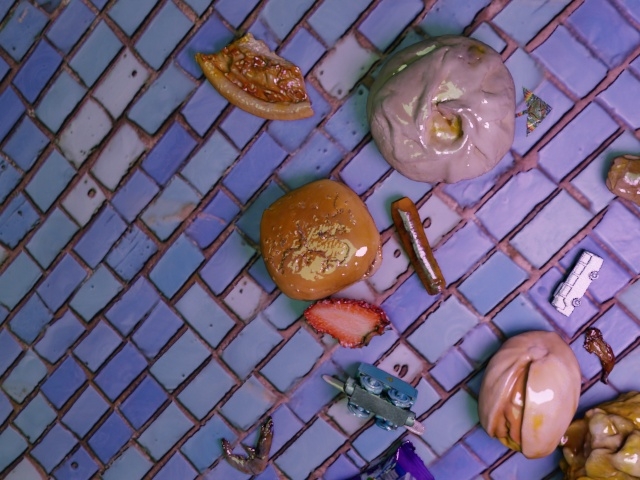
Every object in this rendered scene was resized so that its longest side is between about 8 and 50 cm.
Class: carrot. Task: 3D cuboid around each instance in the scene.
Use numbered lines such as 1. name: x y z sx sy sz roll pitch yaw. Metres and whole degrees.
1. carrot: 0.250 0.014 1.478 0.070 0.070 0.260 -24 91 14

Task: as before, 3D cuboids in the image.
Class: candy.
1. candy: 0.168 0.656 1.564 0.275 0.070 0.145 -36 96 12

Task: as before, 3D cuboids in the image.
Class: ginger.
1. ginger: 0.788 -0.130 1.324 0.263 0.116 0.109 5 138 7

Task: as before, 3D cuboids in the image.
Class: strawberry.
1. strawberry: 0.070 0.188 1.502 0.208 0.087 0.167 36 123 -17

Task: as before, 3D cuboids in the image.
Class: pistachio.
1. pistachio: 0.502 0.363 1.389 0.230 0.230 0.308 13 101 11

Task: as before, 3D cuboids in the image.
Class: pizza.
1. pizza: -0.167 -0.425 1.519 0.365 0.074 0.182 34 111 7

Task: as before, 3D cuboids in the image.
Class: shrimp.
1. shrimp: -0.210 0.574 1.658 0.148 0.035 0.195 18 101 13

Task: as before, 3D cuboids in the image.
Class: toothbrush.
1. toothbrush: 0.142 0.437 1.563 0.307 0.025 0.029 27 128 9

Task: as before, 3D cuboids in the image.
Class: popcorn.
1. popcorn: 0.685 0.533 1.321 0.294 0.292 0.333 -1 103 5

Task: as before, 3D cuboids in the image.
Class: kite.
1. kite: 0.517 -0.316 1.413 0.090 0.004 0.122 -10 93 14

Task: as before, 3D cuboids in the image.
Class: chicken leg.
1. chicken leg: 0.689 0.282 1.423 0.062 0.037 0.145 -26 89 36

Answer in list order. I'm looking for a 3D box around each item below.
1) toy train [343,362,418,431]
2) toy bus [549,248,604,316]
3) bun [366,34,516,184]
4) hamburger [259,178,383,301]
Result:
1. toy train: 0.157 0.402 1.494 0.198 0.154 0.107 25 104 10
2. toy bus: 0.622 0.103 1.413 0.065 0.047 0.165 31 100 13
3. bun: 0.281 -0.307 1.359 0.366 0.219 0.364 1 94 10
4. hamburger: -0.007 0.000 1.486 0.305 0.174 0.284 -28 78 7
